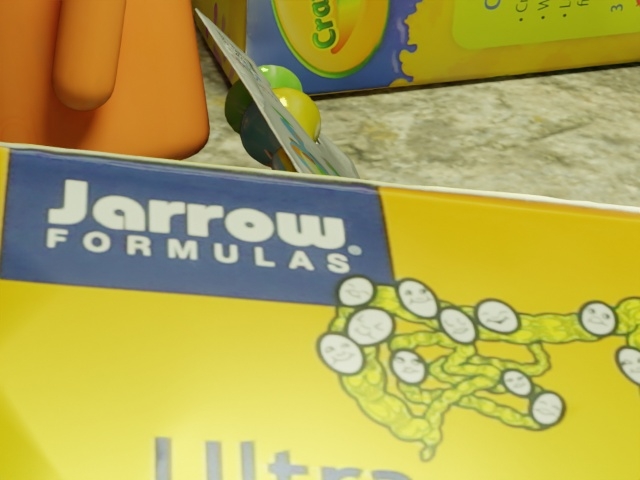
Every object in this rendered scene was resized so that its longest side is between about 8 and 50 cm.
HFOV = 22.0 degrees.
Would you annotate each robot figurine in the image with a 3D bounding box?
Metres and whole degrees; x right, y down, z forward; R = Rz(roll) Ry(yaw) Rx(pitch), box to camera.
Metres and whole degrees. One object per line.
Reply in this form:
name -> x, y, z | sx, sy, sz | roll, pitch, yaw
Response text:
robot figurine -> -0.121, -0.102, 0.767 | 0.128, 0.219, 0.158 | -7, 8, 16

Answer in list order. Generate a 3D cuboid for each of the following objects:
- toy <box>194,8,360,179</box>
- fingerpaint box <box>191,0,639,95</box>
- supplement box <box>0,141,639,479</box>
toy -> 0.000, 0.000, 0.753 | 0.056, 0.137, 0.237 | -38, 39, 11
fingerpaint box -> 0.117, -0.322, 0.907 | 0.371, 0.444, 0.163 | -8, 36, -16
supplement box -> 0.002, 0.172, 0.358 | 0.195, 0.194, 0.356 | 5, 44, -11
